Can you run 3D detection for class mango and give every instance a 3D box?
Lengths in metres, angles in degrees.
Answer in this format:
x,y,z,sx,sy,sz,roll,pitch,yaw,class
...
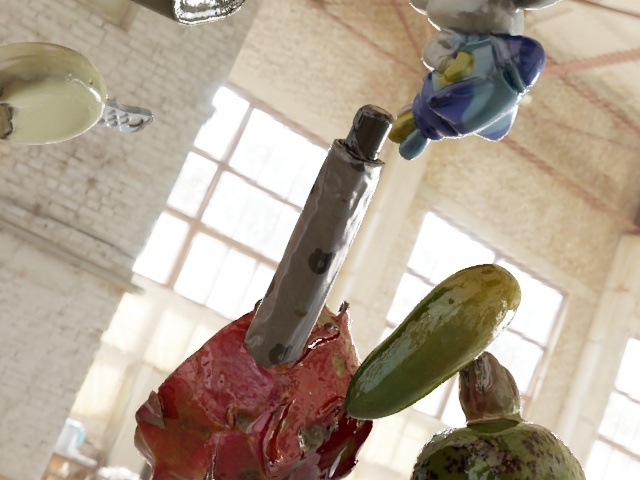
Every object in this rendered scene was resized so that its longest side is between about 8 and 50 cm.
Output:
x,y,z,sx,sy,sz,roll,pitch,yaw,class
0.128,0.117,1.103,0.091,0.237,0.137,53,21,15,mango

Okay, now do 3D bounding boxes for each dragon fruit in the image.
x,y,z,sx,sy,sz,roll,pitch,yaw,class
-0.073,0.265,1.414,0.249,0.371,0.386,45,31,22,dragon fruit

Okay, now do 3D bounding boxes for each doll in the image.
x,y,z,sx,sy,sz,roll,pitch,yaw,class
0.264,-0.307,1.657,0.187,0.366,0.376,16,-5,-17,doll

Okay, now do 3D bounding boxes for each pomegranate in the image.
x,y,z,sx,sy,sz,roll,pitch,yaw,class
0.261,0.338,1.479,0.285,0.341,0.285,-1,-18,0,pomegranate

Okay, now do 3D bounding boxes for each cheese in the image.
x,y,z,sx,sy,sz,roll,pitch,yaw,class
-0.308,-0.182,1.227,0.249,0.071,0.163,-5,-25,-35,cheese

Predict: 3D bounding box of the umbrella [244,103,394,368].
x,y,z,sx,sy,sz,roll,pitch,yaw,class
0.000,0.000,1.120,0.067,0.337,0.073,32,23,19,umbrella

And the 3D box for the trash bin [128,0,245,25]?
x,y,z,sx,sy,sz,roll,pitch,yaw,class
-0.237,-0.442,1.412,0.250,0.220,0.219,33,-52,25,trash bin
